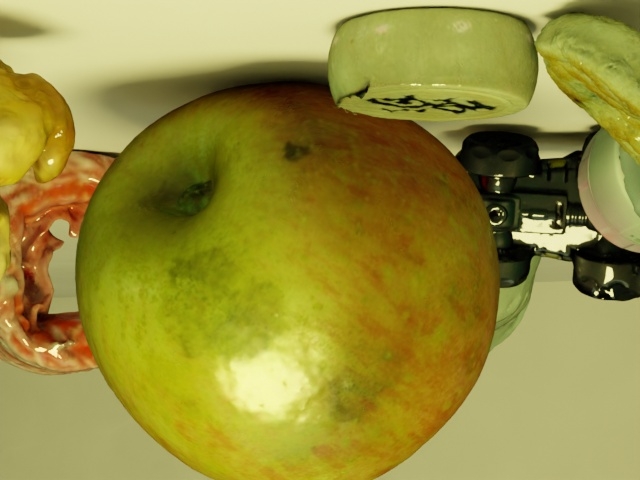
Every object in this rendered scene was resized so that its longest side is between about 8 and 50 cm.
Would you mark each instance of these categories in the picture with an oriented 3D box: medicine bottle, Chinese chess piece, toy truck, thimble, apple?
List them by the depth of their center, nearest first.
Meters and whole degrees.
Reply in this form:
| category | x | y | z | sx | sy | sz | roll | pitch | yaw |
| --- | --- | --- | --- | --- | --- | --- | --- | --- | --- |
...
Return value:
| category | x | y | z | sx | sy | sz | roll | pitch | yaw |
| --- | --- | --- | --- | --- | --- | --- | --- | --- | --- |
| Chinese chess piece | 0.076 | -0.116 | 1.240 | 0.144 | 0.058 | 0.144 | 1 | 174 | 0 |
| apple | -0.033 | 0.032 | 1.450 | 0.339 | 0.340 | 0.339 | 0 | 174 | 0 |
| medicine bottle | 0.282 | -0.057 | 1.460 | 0.135 | 0.135 | 0.168 | 1 | 174 | -5 |
| toy truck | 0.223 | -0.038 | 1.715 | 0.224 | 0.147 | 0.165 | 3 | -163 | 5 |
| thimble | -0.261 | 0.023 | 1.870 | 0.239 | 0.239 | 0.162 | 3 | 174 | -25 |

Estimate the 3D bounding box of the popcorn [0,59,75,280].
| category | x | y | z | sx | sy | sz | roll | pitch | yaw |
| --- | --- | --- | --- | --- | --- | --- | --- | --- | --- |
| popcorn | -0.322 | -0.020 | 1.258 | 0.332 | 0.265 | 0.225 | -16 | 162 | 25 |

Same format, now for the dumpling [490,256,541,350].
| category | x | y | z | sx | sy | sz | roll | pitch | yaw |
| --- | --- | --- | --- | --- | --- | --- | --- | --- | --- |
| dumpling | 0.123 | 0.028 | 2.088 | 0.320 | 0.212 | 0.270 | 16 | 133 | -15 |

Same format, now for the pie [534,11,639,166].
| category | x | y | z | sx | sy | sz | roll | pitch | yaw |
| --- | --- | --- | --- | --- | --- | --- | --- | --- | --- |
| pie | 0.217 | -0.081 | 1.196 | 0.187 | 0.041 | 0.187 | 43 | 176 | 3 |
